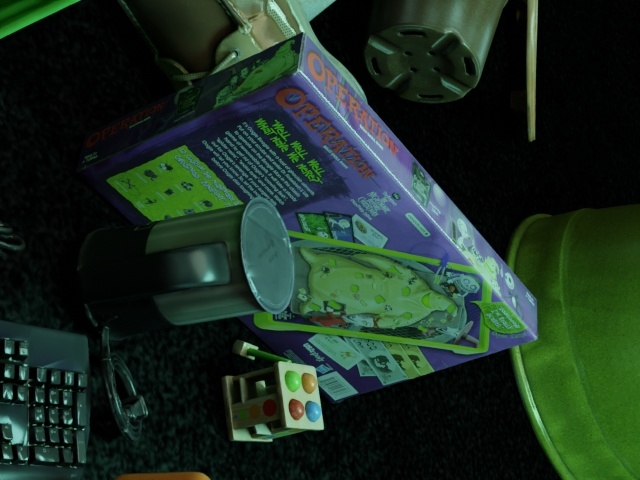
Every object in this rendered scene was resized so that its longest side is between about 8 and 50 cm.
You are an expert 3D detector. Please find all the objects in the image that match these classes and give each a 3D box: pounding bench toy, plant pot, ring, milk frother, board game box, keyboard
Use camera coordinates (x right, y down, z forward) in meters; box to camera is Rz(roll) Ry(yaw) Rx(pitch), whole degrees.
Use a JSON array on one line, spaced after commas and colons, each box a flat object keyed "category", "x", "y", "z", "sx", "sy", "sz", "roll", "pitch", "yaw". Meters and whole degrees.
[{"category": "pounding bench toy", "x": -0.038, "y": 0.114, "z": 1.116, "sx": 0.052, "sy": 0.065, "sz": 0.083, "roll": 15, "pitch": 62, "yaw": -54}, {"category": "plant pot", "x": 0.120, "y": -0.246, "z": 1.475, "sx": 0.167, "sy": 0.167, "sz": 0.165, "roll": 44, "pitch": 49, "yaw": -38}, {"category": "ring", "x": 0.248, "y": -0.288, "z": 1.688, "sx": 0.336, "sy": 0.032, "sz": 0.336, "roll": 0, "pitch": 90, "yaw": -81}, {"category": "milk frother", "x": -0.094, "y": 0.056, "z": 0.982, "sx": 0.129, "sy": 0.135, "sz": 0.143, "roll": -46, "pitch": 123, "yaw": -62}, {"category": "board game box", "x": 0.000, "y": 0.000, "z": 1.098, "sx": 0.347, "sy": 0.208, "sz": 0.056, "roll": 46, "pitch": 40, "yaw": -37}, {"category": "plant pot", "x": 0.454, "y": 0.097, "z": 1.627, "sx": 0.366, "sy": 0.353, "sz": 0.366, "roll": 33, "pitch": 48, "yaw": -46}, {"category": "keyboard", "x": -0.254, "y": 0.054, "z": 0.838, "sx": 0.317, "sy": 0.033, "sz": 0.201, "roll": 17, "pitch": 61, "yaw": -55}]

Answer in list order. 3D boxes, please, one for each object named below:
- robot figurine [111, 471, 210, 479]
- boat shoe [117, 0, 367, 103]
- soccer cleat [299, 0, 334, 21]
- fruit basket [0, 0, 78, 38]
[{"category": "robot figurine", "x": -0.104, "y": 0.258, "z": 0.877, "sx": 0.128, "sy": 0.158, "sz": 0.219, "roll": 17, "pitch": 55, "yaw": -20}, {"category": "boat shoe", "x": -0.065, "y": -0.142, "z": 1.156, "sx": 0.324, "sy": 0.123, "sz": 0.116, "roll": 40, "pitch": 45, "yaw": -39}, {"category": "soccer cleat", "x": -0.100, "y": -0.305, "z": 1.157, "sx": 0.331, "sy": 0.143, "sz": 0.116, "roll": 48, "pitch": 38, "yaw": -34}, {"category": "fruit basket", "x": -0.192, "y": -0.318, "z": 0.806, "sx": 0.392, "sy": 0.283, "sz": 0.392, "roll": 155, "pitch": -90, "yaw": -89}]
